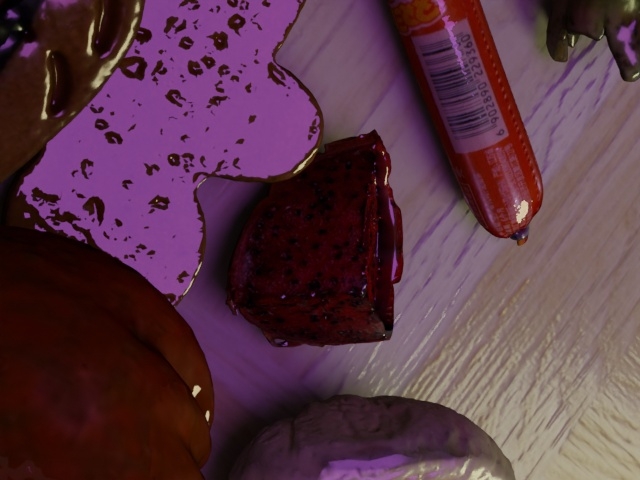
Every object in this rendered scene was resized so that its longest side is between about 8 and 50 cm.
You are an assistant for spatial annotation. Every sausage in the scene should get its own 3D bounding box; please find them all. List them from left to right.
[{"bbox_3d":[0.129,-0.110,1.268,0.074,0.074,0.274,-33,115,-20],"label":"sausage"}]

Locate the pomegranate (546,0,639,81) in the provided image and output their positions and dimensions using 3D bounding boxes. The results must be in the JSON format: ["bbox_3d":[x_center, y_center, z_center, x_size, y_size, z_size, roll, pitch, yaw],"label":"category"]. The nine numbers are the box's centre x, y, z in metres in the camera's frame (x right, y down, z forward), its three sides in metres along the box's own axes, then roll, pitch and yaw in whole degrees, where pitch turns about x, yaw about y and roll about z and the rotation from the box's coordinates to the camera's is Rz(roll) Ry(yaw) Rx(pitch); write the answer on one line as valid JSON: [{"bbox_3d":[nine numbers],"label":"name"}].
[{"bbox_3d":[0.267,-0.291,1.235,0.242,0.242,0.306,-43,138,-15],"label":"pomegranate"}]

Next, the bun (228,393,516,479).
[{"bbox_3d":[0.041,0.215,1.245,0.244,0.153,0.244,-10,122,-16],"label":"bun"}]

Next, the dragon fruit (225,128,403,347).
[{"bbox_3d":[0.000,0.001,1.223,0.127,0.120,0.161,4,69,9],"label":"dragon fruit"}]

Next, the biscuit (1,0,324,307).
[{"bbox_3d":[-0.126,-0.137,1.119,0.283,0.064,0.432,14,95,-21],"label":"biscuit"}]

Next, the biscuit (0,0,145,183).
[{"bbox_3d":[-0.298,-0.152,0.961,0.367,0.063,0.314,-39,122,3],"label":"biscuit"}]

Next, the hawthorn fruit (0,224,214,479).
[{"bbox_3d":[-0.248,0.187,0.953,0.402,0.403,0.403,-7,104,-29],"label":"hawthorn fruit"}]
